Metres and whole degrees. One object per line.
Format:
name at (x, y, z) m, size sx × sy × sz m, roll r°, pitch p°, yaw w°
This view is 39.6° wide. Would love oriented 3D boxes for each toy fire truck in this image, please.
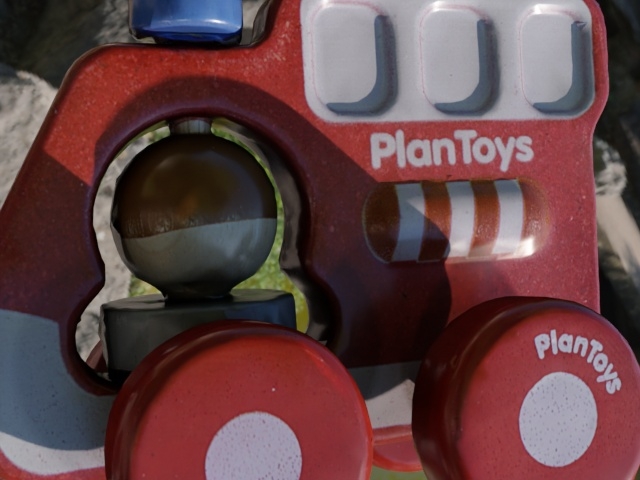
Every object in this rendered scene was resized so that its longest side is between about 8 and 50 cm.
toy fire truck at (0.000, 0.000, 0.412) m, size 0.302 × 0.169 × 0.253 m, roll -2°, pitch 89°, yaw -19°
